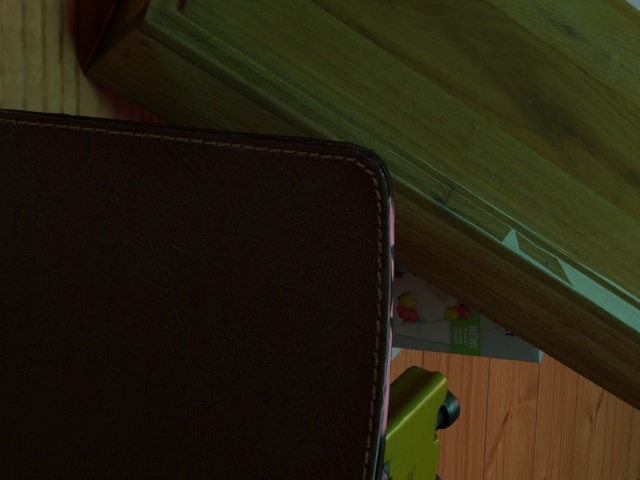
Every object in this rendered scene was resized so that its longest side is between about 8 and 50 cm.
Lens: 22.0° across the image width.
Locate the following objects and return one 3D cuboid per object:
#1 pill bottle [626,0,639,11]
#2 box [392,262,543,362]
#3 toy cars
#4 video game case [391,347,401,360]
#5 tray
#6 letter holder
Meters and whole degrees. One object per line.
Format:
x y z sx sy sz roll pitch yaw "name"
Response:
0.205 -0.380 1.305 0.224 0.224 0.392 -61 151 -46 "pill bottle"
0.053 0.002 1.058 0.038 0.186 0.145 -61 151 -55 "box"
-0.006 0.142 1.093 0.176 0.087 0.393 -62 155 -1 "toy cars"
0.039 0.034 1.281 0.143 0.019 0.157 -40 133 -63 "video game case"
0.091 -0.078 0.923 0.411 0.076 0.203 31 57 -20 "tray"
-0.059 0.109 0.739 0.152 0.214 0.302 25 72 -69 "letter holder"
